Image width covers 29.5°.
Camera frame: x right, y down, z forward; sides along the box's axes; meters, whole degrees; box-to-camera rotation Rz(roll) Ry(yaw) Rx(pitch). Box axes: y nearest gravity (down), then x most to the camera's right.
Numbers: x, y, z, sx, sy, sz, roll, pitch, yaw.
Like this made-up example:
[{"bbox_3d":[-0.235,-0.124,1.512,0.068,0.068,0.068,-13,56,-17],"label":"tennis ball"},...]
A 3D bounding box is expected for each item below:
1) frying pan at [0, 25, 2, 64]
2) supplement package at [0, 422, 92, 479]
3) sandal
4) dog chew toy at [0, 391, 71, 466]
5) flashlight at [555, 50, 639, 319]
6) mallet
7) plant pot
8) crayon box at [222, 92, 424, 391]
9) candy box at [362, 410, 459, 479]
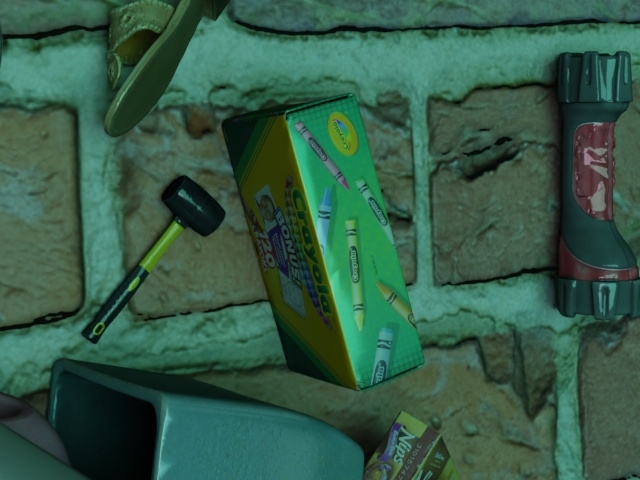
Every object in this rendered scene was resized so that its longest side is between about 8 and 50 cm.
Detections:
[{"bbox_3d":[-0.363,-0.244,1.088,0.197,0.053,0.326,23,72,-40],"label":"frying pan"},{"bbox_3d":[-0.195,0.273,0.875,0.293,0.177,0.175,34,86,-8],"label":"supplement package"},{"bbox_3d":[-0.168,-0.209,1.194,0.079,0.088,0.240,31,69,8],"label":"sandal"},{"bbox_3d":[-0.334,0.299,1.059,0.206,0.206,0.332,9,96,-26],"label":"dog chew toy"},{"bbox_3d":[0.322,-0.064,1.401,0.103,0.103,0.304,1,97,8],"label":"flashlight"},{"bbox_3d":[-0.165,0.028,1.216,0.062,0.039,0.190,34,82,-25],"label":"mallet"},{"bbox_3d":[-0.104,0.253,1.147,0.252,0.247,0.248,7,89,-34],"label":"plant pot"},{"bbox_3d":[0.000,0.000,1.218,0.081,0.165,0.278,-19,100,-24],"label":"crayon box"},{"bbox_3d":[0.089,0.258,1.272,0.053,0.187,0.109,29,75,21],"label":"candy box"}]
